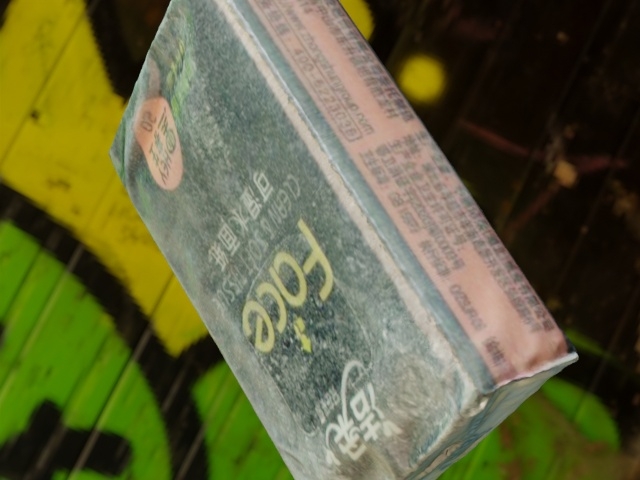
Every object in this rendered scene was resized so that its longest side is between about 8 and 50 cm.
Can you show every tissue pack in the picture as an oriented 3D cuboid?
[{"bbox_3d":[0.000,0.000,0.983,0.316,0.103,0.228,57,-32,16],"label":"tissue pack"}]
